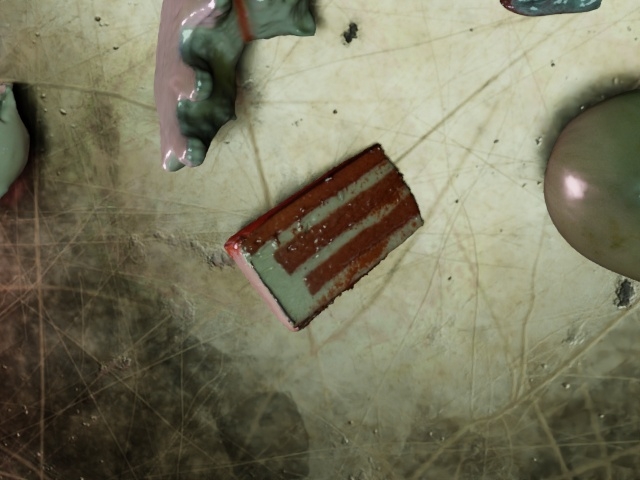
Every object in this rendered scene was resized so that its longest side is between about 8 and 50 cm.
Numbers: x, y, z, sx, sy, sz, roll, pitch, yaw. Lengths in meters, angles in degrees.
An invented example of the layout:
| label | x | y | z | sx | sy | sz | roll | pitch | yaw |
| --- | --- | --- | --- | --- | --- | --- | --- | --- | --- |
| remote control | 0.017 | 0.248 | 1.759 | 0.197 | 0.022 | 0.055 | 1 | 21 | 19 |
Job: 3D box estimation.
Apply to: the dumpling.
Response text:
| label | x | y | z | sx | sy | sz | roll | pitch | yaw |
| --- | --- | --- | --- | --- | --- | --- | --- | --- | --- |
| dumpling | -0.488 | -0.130 | 1.578 | 0.155 | 0.181 | 0.111 | 1 | 145 | 37 |

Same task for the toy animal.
| label | x | y | z | sx | sy | sz | roll | pitch | yaw |
| --- | --- | --- | --- | --- | --- | --- | --- | --- | --- |
| toy animal | -0.113 | -0.245 | 1.451 | 0.266 | 0.188 | 0.308 | -37 | 57 | 46 |

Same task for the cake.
| label | x | y | z | sx | sy | sz | roll | pitch | yaw |
| --- | --- | --- | --- | --- | --- | --- | --- | --- | --- |
| cake | 0.000 | 0.000 | 1.565 | 0.262 | 0.159 | 0.158 | -36 | 98 | -20 |

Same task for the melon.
| label | x | y | z | sx | sy | sz | roll | pitch | yaw |
| --- | --- | --- | --- | --- | --- | --- | --- | --- | --- |
| melon | 0.439 | -0.065 | 1.385 | 0.307 | 0.272 | 0.272 | -14 | 102 | 16 |

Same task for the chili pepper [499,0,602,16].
| label | x | y | z | sx | sy | sz | roll | pitch | yaw |
| --- | --- | --- | --- | --- | --- | --- | --- | --- | --- |
| chili pepper | 0.312 | -0.321 | 1.446 | 0.153 | 0.041 | 0.050 | -2 | 61 | 9 |
